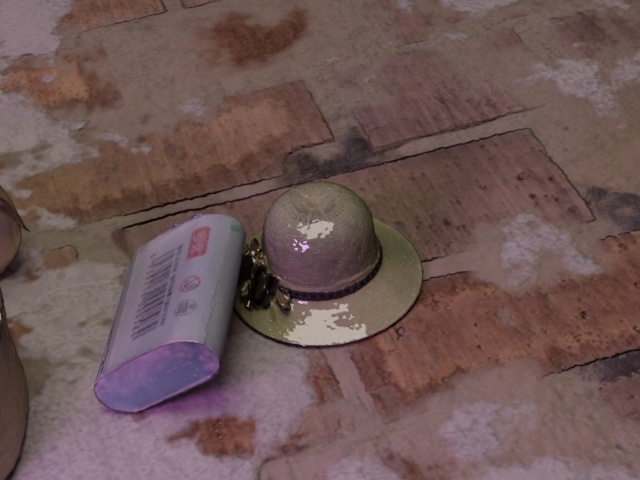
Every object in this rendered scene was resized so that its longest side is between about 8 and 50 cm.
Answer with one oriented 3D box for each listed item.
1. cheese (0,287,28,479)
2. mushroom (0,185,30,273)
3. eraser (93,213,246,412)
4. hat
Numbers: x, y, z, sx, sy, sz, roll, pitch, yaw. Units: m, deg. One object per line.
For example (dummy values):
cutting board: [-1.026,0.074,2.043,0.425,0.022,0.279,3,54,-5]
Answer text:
cheese: [-0.490,0.171,1.659,0.292,0.153,0.332,-12,39,-8]
mushroom: [-0.523,-0.041,1.858,0.195,0.253,0.189,-48,48,4]
eraser: [-0.179,0.084,1.743,0.174,0.081,0.227,-28,33,28]
hat: [0.000,0.000,1.822,0.257,0.130,0.257,-4,39,3]
